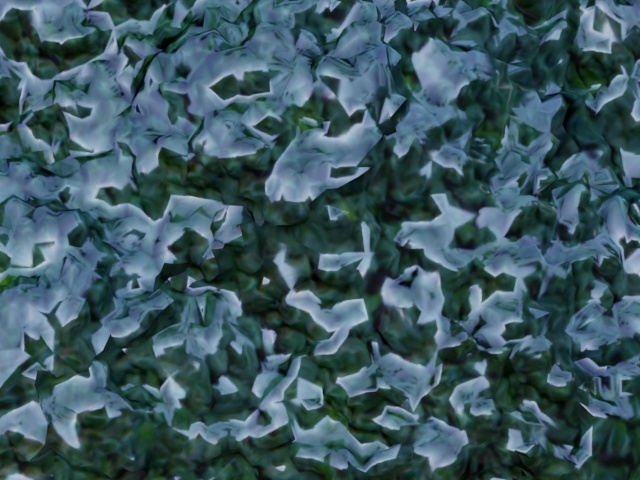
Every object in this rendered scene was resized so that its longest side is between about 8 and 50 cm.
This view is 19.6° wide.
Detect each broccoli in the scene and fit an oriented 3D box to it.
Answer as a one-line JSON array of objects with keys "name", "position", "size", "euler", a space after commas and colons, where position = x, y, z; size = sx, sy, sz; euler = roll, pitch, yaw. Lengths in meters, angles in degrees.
[{"name": "broccoli", "position": [0.000, 0.000, 0.456], "size": [0.298, 0.297, 0.297], "euler": [7, 48, -8]}]
